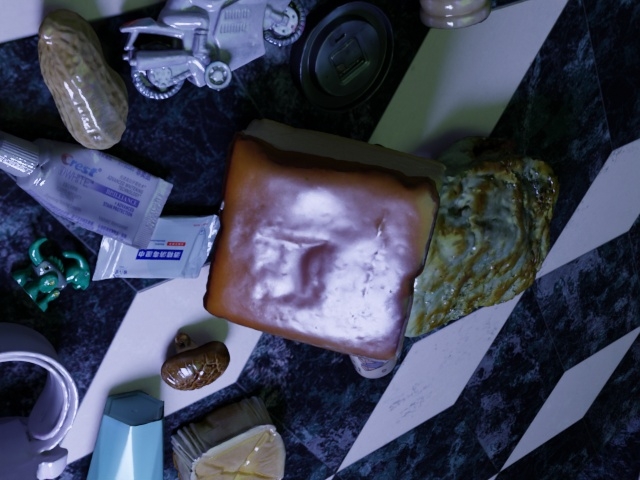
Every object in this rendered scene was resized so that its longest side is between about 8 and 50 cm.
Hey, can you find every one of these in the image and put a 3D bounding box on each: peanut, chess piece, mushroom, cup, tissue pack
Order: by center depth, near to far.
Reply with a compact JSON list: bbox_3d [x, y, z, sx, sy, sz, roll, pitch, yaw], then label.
[{"bbox_3d":[-0.300,-0.203,1.006,0.093,0.083,0.194,-28,133,-22],"label":"peanut"},{"bbox_3d":[0.191,-0.521,1.174,0.117,0.117,0.397,-29,132,-21],"label":"chess piece"},{"bbox_3d":[-0.253,0.008,1.234,0.193,0.026,0.122,2,117,-40],"label":"tissue pack"},{"bbox_3d":[-0.333,0.388,1.358,0.134,0.148,0.235,-8,119,-40],"label":"cup"},{"bbox_3d":[-0.216,0.216,1.368,0.126,0.085,0.109,-19,130,-21],"label":"mushroom"}]

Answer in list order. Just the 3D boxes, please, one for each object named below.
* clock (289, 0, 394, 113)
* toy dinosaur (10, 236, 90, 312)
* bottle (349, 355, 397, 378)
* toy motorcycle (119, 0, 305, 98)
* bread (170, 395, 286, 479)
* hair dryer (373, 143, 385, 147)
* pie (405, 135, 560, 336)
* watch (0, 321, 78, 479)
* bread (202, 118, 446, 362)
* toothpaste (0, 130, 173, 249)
[{"bbox_3d":[0.034,-0.293,1.251,0.184,0.040,0.184,-22,131,-27],"label":"clock"},{"bbox_3d":[-0.386,0.044,1.136,0.096,0.059,0.132,-41,146,-22],"label":"toy dinosaur"},{"bbox_3d":[0.081,0.185,1.586,0.110,0.097,0.209,-25,133,-1],"label":"bottle"},{"bbox_3d":[-0.149,-0.302,1.058,0.260,0.110,0.171,-27,117,-13],"label":"toy motorcycle"},{"bbox_3d":[-0.176,0.418,1.526,0.210,0.110,0.192,-23,125,-26],"label":"bread"},{"bbox_3d":[0.076,0.001,1.459,0.189,0.107,0.352,-34,140,-13],"label":"hair dryer"},{"bbox_3d":[0.286,-0.002,1.541,0.418,0.180,0.395,-25,130,-35],"label":"pie"},{"bbox_3d":[-0.473,0.250,1.115,0.244,0.196,0.231,-5,115,-33],"label":"watch"},{"bbox_3d":[0.000,0.000,1.235,0.143,0.333,0.323,-63,165,-63],"label":"bread"},{"bbox_3d":[-0.330,-0.076,1.082,0.099,0.068,0.282,-45,138,17],"label":"toothpaste"}]
